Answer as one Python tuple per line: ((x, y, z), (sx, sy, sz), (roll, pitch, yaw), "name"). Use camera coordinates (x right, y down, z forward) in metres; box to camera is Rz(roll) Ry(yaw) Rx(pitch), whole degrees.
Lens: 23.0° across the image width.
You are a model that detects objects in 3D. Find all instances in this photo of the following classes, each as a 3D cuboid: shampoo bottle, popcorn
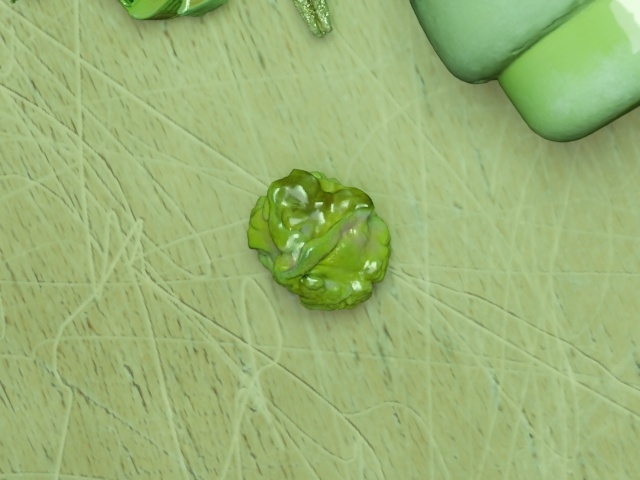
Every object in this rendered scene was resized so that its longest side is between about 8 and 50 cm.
((0.220, -0.267, 1.333), (0.322, 0.322, 0.317), (-36, 87, 14), "shampoo bottle")
((0.000, 0.000, 1.530), (0.125, 0.126, 0.145), (-27, 79, -11), "popcorn")

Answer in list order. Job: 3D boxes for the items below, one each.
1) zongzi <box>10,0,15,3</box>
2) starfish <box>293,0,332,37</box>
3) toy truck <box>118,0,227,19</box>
((-0.281, -0.354, 1.533), (0.187, 0.084, 0.184), (-44, 77, 19), "zongzi")
((0.005, -0.318, 1.500), (0.227, 0.043, 0.241), (-11, 93, 16), "starfish")
((-0.117, -0.282, 1.492), (0.191, 0.085, 0.116), (-40, 81, 22), "toy truck")
